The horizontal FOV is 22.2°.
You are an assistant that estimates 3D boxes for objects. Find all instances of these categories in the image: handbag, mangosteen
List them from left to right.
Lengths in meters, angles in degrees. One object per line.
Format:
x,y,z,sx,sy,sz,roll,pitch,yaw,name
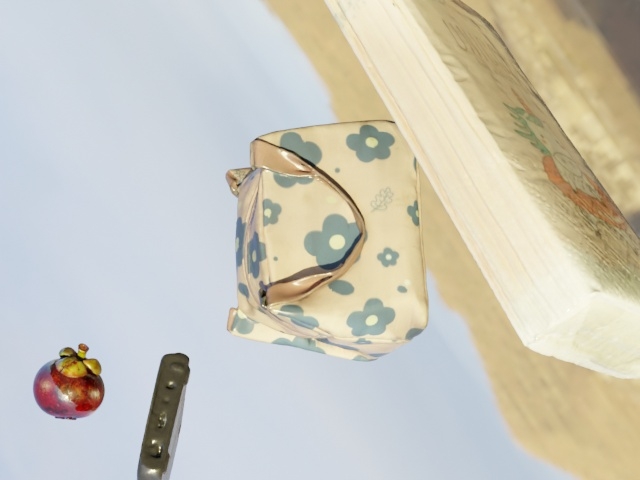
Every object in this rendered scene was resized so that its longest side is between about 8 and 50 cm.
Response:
-0.279,0.161,1.810,0.081,0.081,0.081,54,-172,-11,mangosteen
0.000,0.000,1.789,0.190,0.193,0.251,142,128,-62,handbag

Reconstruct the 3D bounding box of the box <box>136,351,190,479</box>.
-0.135,0.177,1.402,0.125,0.027,0.126,100,179,-52,box

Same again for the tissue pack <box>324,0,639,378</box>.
0.129,-0.055,1.132,0.170,0.071,0.325,19,-145,-49,tissue pack
